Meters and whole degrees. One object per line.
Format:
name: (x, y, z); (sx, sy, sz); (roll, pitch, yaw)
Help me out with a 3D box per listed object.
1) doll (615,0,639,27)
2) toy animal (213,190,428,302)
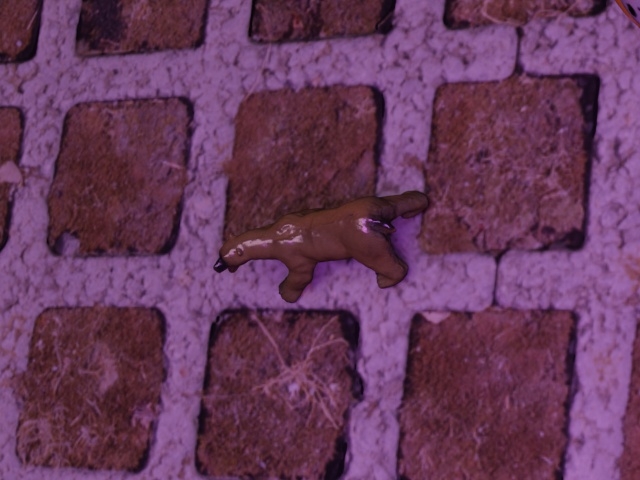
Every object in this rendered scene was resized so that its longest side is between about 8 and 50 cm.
doll: (0.362, -0.278, 1.794); (0.236, 0.213, 0.213); (-172, 103, -75)
toy animal: (0.000, 0.000, 1.961); (0.219, 0.101, 0.103); (-9, 74, 28)
